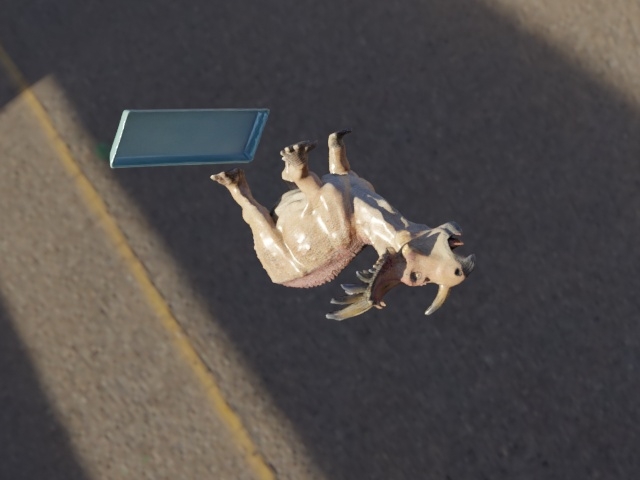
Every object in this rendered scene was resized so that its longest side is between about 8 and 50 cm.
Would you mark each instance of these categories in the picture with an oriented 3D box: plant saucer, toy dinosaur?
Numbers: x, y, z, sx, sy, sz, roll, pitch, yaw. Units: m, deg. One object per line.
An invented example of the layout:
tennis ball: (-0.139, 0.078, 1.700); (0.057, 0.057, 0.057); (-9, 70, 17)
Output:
plant saucer: (-0.138, -0.111, 1.590); (0.018, 0.192, 0.067); (40, 121, 35)
toy dinosaur: (0.000, 0.000, 1.546); (0.127, 0.200, 0.296); (-21, 3, -36)
